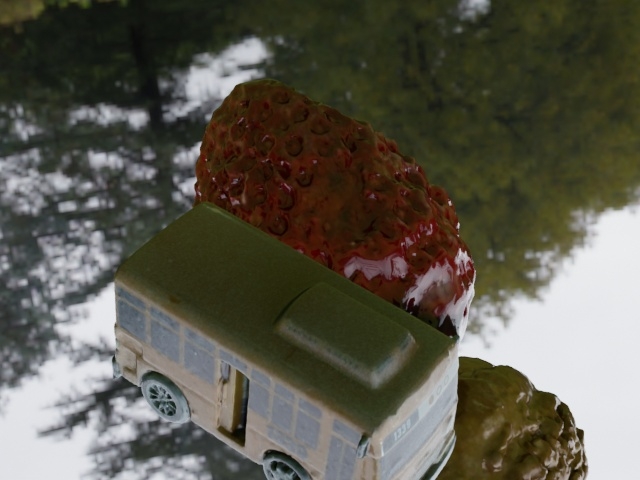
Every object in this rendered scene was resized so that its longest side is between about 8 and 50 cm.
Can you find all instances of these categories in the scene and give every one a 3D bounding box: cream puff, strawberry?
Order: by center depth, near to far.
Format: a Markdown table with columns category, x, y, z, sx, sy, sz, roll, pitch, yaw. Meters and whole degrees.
| category | x | y | z | sx | sy | sz | roll | pitch | yaw |
| --- | --- | --- | --- | --- | --- | --- | --- | --- | --- |
| strawberry | 0.010 | 0.010 | 1.239 | 0.291 | 0.310 | 0.292 | 2 | 153 | 1 |
| cream puff | 0.134 | 0.287 | 1.300 | 0.343 | 0.231 | 0.327 | -48 | 165 | 15 |

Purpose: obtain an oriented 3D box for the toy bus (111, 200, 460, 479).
| category | x | y | z | sx | sy | sz | roll | pitch | yaw |
| --- | --- | --- | --- | --- | --- | --- | --- | --- | --- |
| toy bus | -0.017 | 0.063 | 0.645 | 0.182 | 0.103 | 0.091 | 29 | -133 | 22 |
